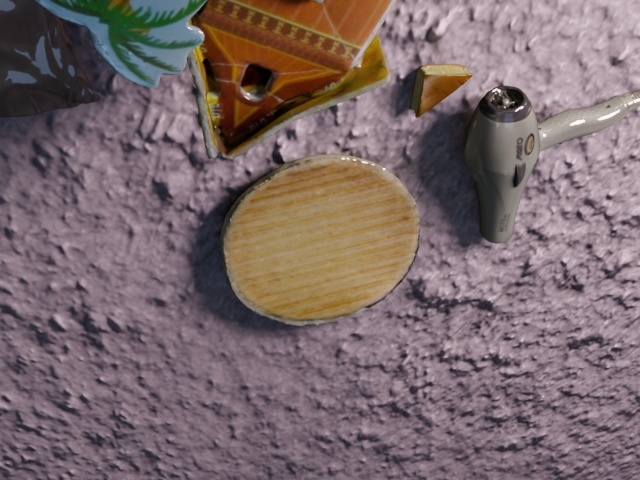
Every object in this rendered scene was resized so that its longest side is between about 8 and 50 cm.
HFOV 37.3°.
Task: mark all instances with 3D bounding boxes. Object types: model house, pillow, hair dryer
[{"bbox_3d":[-0.087,-0.268,0.833,0.340,0.300,0.323,15,131,-23],"label":"model house"},{"bbox_3d":[-0.312,-0.228,0.927,0.173,0.067,0.270,-4,127,-4],"label":"pillow"},{"bbox_3d":[0.288,-0.094,1.186,0.267,0.092,0.229,-6,136,-22],"label":"hair dryer"}]

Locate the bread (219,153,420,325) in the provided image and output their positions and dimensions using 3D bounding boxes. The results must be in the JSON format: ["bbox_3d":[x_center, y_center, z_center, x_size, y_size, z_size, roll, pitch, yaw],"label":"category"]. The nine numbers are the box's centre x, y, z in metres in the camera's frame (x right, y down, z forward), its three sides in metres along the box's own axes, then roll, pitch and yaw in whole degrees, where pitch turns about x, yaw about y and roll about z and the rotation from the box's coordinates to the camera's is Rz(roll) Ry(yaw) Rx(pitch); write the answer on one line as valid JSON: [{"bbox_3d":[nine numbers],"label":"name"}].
[{"bbox_3d":[0.000,0.000,1.195,0.267,0.040,0.267,-7,128,-8],"label":"bread"}]

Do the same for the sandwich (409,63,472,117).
[{"bbox_3d":[0.129,-0.182,1.094,0.083,0.031,0.044,-37,128,15],"label":"sandwich"}]
